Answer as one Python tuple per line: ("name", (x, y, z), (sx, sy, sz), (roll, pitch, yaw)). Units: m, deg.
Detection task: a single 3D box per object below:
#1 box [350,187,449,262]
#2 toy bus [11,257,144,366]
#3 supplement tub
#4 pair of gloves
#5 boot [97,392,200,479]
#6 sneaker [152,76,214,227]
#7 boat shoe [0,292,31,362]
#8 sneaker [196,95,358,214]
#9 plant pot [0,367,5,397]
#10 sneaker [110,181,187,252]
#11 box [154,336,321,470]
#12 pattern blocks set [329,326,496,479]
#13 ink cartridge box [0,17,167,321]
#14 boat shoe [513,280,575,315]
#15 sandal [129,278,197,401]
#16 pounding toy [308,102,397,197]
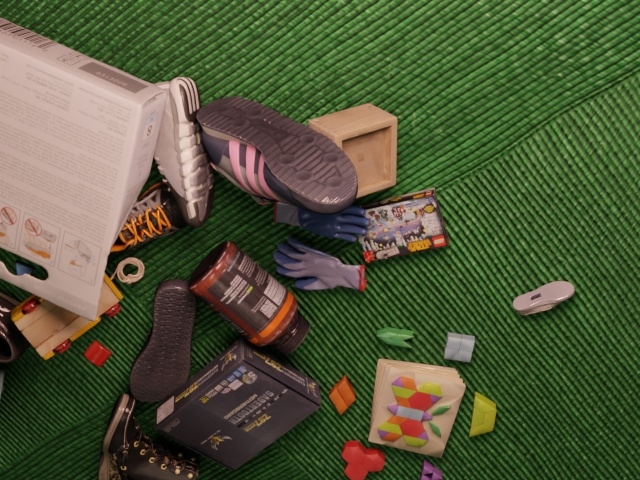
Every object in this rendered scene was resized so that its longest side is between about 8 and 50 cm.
("box", (0.124, -0.022, 1.682), (0.137, 0.027, 0.094), (-13, 117, 15))
("toy bus", (-0.409, 0.099, 1.778), (0.202, 0.104, 0.191), (9, 98, -18))
("supplement tub", (-0.110, 0.099, 1.738), (0.198, 0.106, 0.106), (42, 116, -15))
("pair of gloves", (0.000, 0.000, 1.697), (0.159, 0.023, 0.198), (10, 125, 12))
("boot", (-0.299, 0.373, 1.927), (0.178, 0.085, 0.236), (16, 132, -3))
("sneaker", (-0.240, -0.131, 1.640), (0.132, 0.086, 0.229), (-2, 102, 17))
("boat shoe", (-0.640, 0.101, 1.816), (0.335, 0.095, 0.112), (27, 119, -8))
("sneaker", (-0.055, -0.096, 1.549), (0.112, 0.319, 0.131), (-30, 134, -24))
("plant pot", (-0.683, 0.294, 1.851), (0.255, 0.272, 0.272), (10, 121, -16))
("sneaker", (-0.283, -0.027, 1.704), (0.214, 0.083, 0.084), (-21, 112, 16))
("box", (-0.142, 0.285, 1.851), (0.232, 0.059, 0.183), (-39, 124, 25))
("pattern blocks set", (0.158, 0.291, 1.855), (0.285, 0.026, 0.325), (0, 119, 8))
("ink cartridge box", (-0.418, -0.105, 1.631), (0.308, 0.091, 0.385), (24, 120, 10))
("boat shoe", (0.358, 0.095, 1.718), (0.100, 0.035, 0.035), (-23, 141, 15))
("sandal", (-0.258, 0.172, 1.834), (0.097, 0.054, 0.255), (15, 118, -13))
("pounding toy", (0.032, -0.117, 1.591), (0.130, 0.100, 0.141), (-19, 124, -29))
